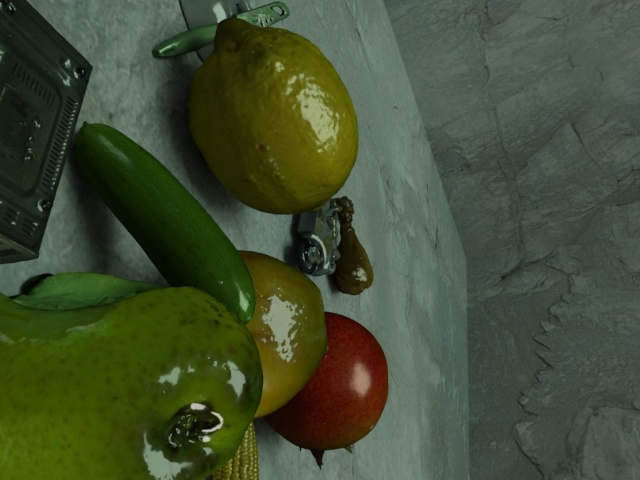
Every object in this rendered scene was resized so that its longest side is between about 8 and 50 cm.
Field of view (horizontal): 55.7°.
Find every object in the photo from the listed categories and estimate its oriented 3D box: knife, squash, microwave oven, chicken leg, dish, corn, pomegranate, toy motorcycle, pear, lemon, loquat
[{"bbox_3d":[-0.145,-0.329,0.949,0.293,0.020,0.043,-40,126,-39],"label":"knife"},{"bbox_3d":[-0.168,-0.019,0.668,0.292,0.082,0.082,48,17,13],"label":"squash"},{"bbox_3d":[-0.288,-0.098,0.488,0.163,0.129,0.204,45,42,-55],"label":"microwave oven"},{"bbox_3d":[0.066,0.009,1.405,0.107,0.087,0.251,56,24,-68],"label":"chicken leg"},{"bbox_3d":[-0.154,-0.374,1.016,0.191,0.066,0.190,-9,90,-68],"label":"dish"},{"bbox_3d":[-0.118,0.319,0.838,0.067,0.068,0.206,31,51,-63],"label":"corn"},{"bbox_3d":[0.002,0.239,0.976,0.221,0.221,0.256,-51,145,-62],"label":"pomegranate"},{"bbox_3d":[0.000,0.000,1.250,0.225,0.073,0.152,-77,151,-41],"label":"toy motorcycle"},{"bbox_3d":[-0.181,0.114,0.523,0.292,0.293,0.159,-19,109,-68],"label":"pear"},{"bbox_3d":[-0.070,-0.179,0.913,0.319,0.245,0.245,63,27,-25],"label":"lemon"},{"bbox_3d":[-0.119,0.120,0.757,0.246,0.213,0.213,-11,93,-26],"label":"loquat"}]
